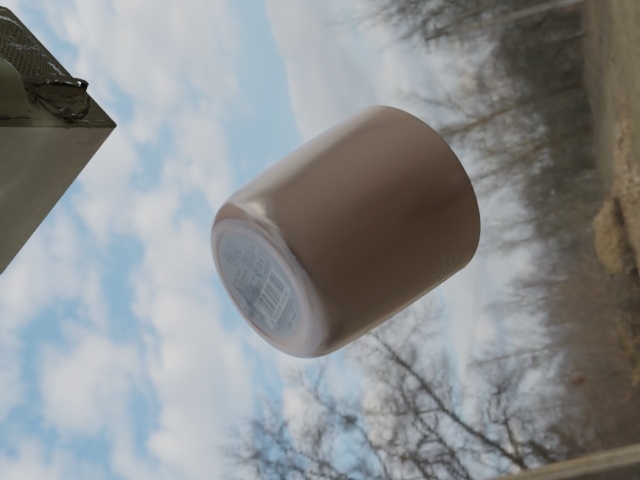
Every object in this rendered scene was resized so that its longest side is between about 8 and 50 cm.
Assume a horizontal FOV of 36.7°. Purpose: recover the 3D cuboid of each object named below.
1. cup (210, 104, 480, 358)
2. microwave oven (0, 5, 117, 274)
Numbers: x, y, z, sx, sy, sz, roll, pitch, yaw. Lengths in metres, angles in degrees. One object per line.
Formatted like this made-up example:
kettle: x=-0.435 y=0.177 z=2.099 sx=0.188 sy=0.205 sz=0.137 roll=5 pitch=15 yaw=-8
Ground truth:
cup: x=0.000 y=0.000 z=0.953 sx=0.200 sy=0.253 sz=0.191 roll=-33 pitch=-78 yaw=-30
microwave oven: x=-0.499 y=-0.107 z=1.093 sx=0.236 sy=0.374 sz=0.432 roll=47 pitch=-161 yaw=10
